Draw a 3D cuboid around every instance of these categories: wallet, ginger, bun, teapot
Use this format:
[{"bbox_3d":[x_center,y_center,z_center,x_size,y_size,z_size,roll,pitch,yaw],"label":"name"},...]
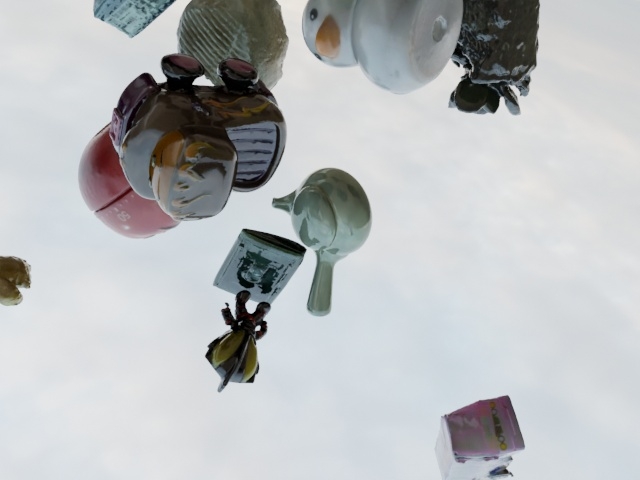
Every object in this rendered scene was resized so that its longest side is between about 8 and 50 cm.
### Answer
[{"bbox_3d":[-0.146,0.069,1.443,0.160,0.236,0.055,20,-134,-15],"label":"wallet"},{"bbox_3d":[-0.715,0.042,1.203,0.298,0.065,0.118,21,-150,-17],"label":"ginger"},{"bbox_3d":[-0.183,-0.454,1.422,0.281,0.282,0.204,30,-143,18],"label":"bun"},{"bbox_3d":[0.025,-0.003,1.403,0.149,0.219,0.319,-17,-95,-41],"label":"teapot"}]

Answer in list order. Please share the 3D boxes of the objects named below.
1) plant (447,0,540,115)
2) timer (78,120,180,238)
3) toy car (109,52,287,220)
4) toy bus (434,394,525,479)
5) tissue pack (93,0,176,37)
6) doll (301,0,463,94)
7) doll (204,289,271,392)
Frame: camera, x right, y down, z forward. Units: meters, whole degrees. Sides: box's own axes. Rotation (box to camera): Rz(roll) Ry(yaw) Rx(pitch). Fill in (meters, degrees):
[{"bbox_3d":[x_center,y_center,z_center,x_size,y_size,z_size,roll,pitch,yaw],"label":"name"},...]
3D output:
[{"bbox_3d":[0.319,-0.383,1.224,0.198,0.276,0.188,-15,-153,-42],"label":"plant"},{"bbox_3d":[-0.398,-0.185,1.497,0.279,0.377,0.378,52,-155,-20],"label":"timer"},{"bbox_3d":[-0.200,-0.171,1.142,0.340,0.271,0.240,-9,-133,-36],"label":"toy car"},{"bbox_3d":[0.248,0.329,0.987,0.112,0.274,0.090,-11,-121,1],"label":"toy bus"},{"bbox_3d":[-0.258,-0.512,1.027,0.103,0.315,0.228,21,-118,-42],"label":"tissue pack"},{"bbox_3d":[0.088,-0.333,0.946,0.221,0.221,0.251,34,-128,24],"label":"doll"},{"bbox_3d":[-0.183,0.225,1.392,0.126,0.088,0.249,15,-134,6],"label":"doll"}]
